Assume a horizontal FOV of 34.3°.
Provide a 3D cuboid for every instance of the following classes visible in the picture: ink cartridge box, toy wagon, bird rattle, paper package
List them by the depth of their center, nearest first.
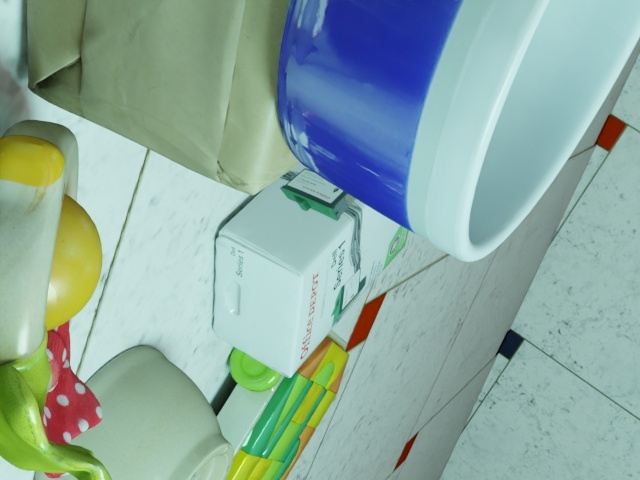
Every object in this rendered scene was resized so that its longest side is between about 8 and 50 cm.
[{"bbox_3d":[-0.151,0.041,0.550,0.253,0.143,0.207,-102,-157,-88],"label":"bird rattle"},{"bbox_3d":[0.007,-0.229,0.563,0.325,0.168,0.309,-43,156,-44],"label":"paper package"},{"bbox_3d":[0.000,0.000,0.992,0.219,0.093,0.160,-47,157,-36],"label":"ink cartridge box"},{"bbox_3d":[-0.085,0.244,1.167,0.344,0.068,0.267,-59,161,-6],"label":"toy wagon"}]

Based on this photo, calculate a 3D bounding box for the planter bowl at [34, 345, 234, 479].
[{"bbox_3d":[-0.142,0.184,0.866,0.162,0.109,0.162,-51,158,-29],"label":"planter bowl"}]

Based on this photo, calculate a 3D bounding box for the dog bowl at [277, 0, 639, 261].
[{"bbox_3d":[0.094,-0.128,0.516,0.265,0.104,0.265,-50,160,-26],"label":"dog bowl"}]
